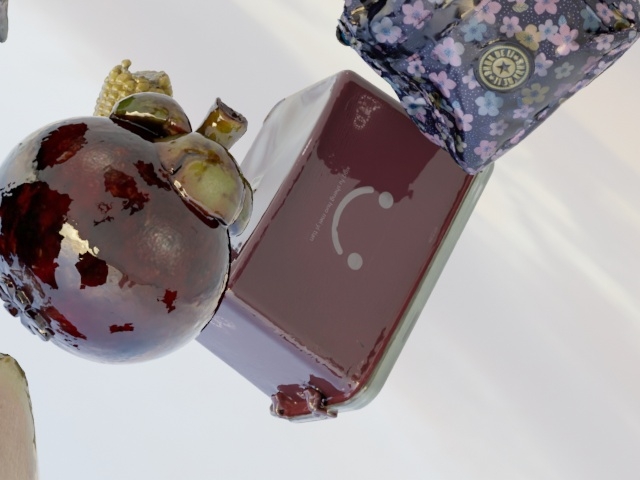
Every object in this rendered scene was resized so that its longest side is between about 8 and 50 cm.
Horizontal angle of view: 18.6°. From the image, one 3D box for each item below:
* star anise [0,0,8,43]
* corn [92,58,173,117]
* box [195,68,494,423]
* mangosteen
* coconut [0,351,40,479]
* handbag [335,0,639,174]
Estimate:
[{"bbox_3d":[-0.152,-0.151,0.801,0.204,0.180,0.061,1,-128,-29],"label":"star anise"},{"bbox_3d":[-0.183,-0.047,1.800,0.080,0.238,0.080,12,-170,-2],"label":"corn"},{"bbox_3d":[0.000,0.000,1.734,0.167,0.294,0.193,35,157,-16],"label":"box"},{"bbox_3d":[-0.123,-0.015,1.274,0.200,0.200,0.200,38,-169,-9],"label":"mangosteen"},{"bbox_3d":[-0.222,0.122,0.980,0.171,0.183,0.171,37,170,7],"label":"coconut"},{"bbox_3d":[0.133,-0.189,1.595,0.208,0.229,0.127,43,-155,-22],"label":"handbag"}]
